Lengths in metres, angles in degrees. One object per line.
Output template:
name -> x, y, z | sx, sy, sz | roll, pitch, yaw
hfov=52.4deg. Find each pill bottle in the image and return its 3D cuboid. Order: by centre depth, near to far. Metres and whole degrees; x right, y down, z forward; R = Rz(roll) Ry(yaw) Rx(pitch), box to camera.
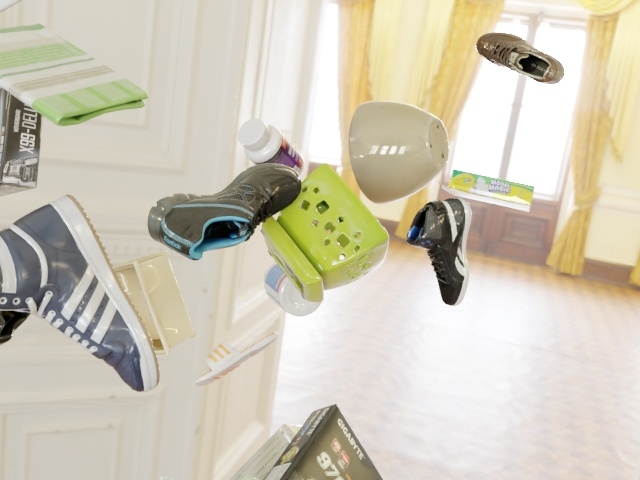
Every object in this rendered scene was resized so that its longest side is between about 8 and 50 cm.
pill bottle -> -0.130, -0.233, 1.689 | 0.108, 0.108, 0.193 | 17, -14, 33
pill bottle -> -0.082, 0.121, 1.756 | 0.124, 0.124, 0.221 | 4, 8, -21

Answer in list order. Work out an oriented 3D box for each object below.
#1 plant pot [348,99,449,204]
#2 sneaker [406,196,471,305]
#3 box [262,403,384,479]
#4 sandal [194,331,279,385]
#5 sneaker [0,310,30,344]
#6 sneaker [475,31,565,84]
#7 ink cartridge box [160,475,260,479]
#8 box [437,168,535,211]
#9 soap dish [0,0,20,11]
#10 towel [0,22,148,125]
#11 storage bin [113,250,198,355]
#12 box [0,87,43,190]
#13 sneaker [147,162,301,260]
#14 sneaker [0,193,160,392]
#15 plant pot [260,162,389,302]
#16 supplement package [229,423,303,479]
plant pot -> 0.229, -0.246, 1.734 | 0.191, 0.284, 0.284 | -5, 3, 34
sneaker -> 0.219, 0.026, 1.256 | 0.121, 0.217, 0.079 | -5, 13, -25
box -> 0.023, 0.363, 0.875 | 0.051, 0.220, 0.175 | -25, 9, 35
sandal -> -0.240, 0.306, 1.787 | 0.265, 0.076, 0.102 | -30, -14, -23
sneaker -> -0.630, 0.122, 1.340 | 0.124, 0.107, 0.283 | -11, 36, 11
sneaker -> 0.374, -0.354, 1.239 | 0.188, 0.066, 0.071 | 32, 22, 27
ink cartridge box -> -0.139, 0.449, 1.026 | 0.235, 0.171, 0.056 | 15, 24, 8
box -> 0.322, -0.099, 1.268 | 0.179, 0.043, 0.105 | 13, -1, 17
soap dish -> -0.669, -0.539, 1.163 | 0.229, 0.118, 0.291 | -9, -30, 34
towel -> -0.251, -0.152, 0.597 | 0.152, 0.023, 0.113 | 34, 35, 15
storage bin -> -0.508, 0.185, 1.837 | 0.260, 0.262, 0.123 | -13, 9, 40
box -> -0.683, -0.258, 1.423 | 0.076, 0.307, 0.242 | 8, -7, -42
sneaker -> -0.155, -0.048, 1.265 | 0.341, 0.125, 0.140 | -26, 44, -34
sneaker -> -0.328, 0.097, 0.836 | 0.153, 0.282, 0.099 | -30, 11, -33
plant pot -> 0.000, 0.000, 1.466 | 0.228, 0.207, 0.227 | 52, -10, 15
supplement package -> -0.006, 0.526, 1.247 | 0.175, 0.177, 0.293 | 26, 20, -52
